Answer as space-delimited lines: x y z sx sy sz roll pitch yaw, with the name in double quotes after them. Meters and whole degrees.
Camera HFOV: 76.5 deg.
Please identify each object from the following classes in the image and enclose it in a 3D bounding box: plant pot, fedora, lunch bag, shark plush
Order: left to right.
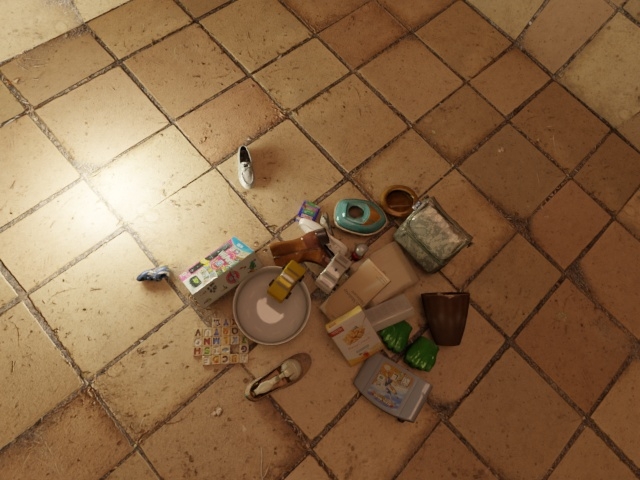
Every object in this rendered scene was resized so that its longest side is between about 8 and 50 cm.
0.047 -0.066 1.986 0.067 0.073 0.161 -22 68 -45 "shark plush"
0.396 -0.190 2.060 0.194 0.079 0.194 0 70 1 "fedora"
0.533 -0.035 1.907 0.305 0.256 0.212 48 48 11 "lunch bag"
0.573 0.356 1.846 0.215 0.215 0.230 -2 85 -8 "plant pot"

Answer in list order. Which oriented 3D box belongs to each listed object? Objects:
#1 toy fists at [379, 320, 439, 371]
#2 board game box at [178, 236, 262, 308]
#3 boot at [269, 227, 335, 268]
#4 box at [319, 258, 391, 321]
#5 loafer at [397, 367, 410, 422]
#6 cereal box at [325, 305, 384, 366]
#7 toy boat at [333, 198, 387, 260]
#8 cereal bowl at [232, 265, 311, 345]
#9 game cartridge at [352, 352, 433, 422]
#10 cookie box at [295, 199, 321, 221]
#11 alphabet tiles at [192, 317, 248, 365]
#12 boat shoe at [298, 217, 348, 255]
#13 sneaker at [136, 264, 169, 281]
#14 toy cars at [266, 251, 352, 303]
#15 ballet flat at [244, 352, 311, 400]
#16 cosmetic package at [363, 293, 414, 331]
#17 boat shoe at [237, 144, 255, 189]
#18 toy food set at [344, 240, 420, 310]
0.391 0.474 1.825 0.279 0.096 0.142 38 58 7 "toy fists"
-0.435 0.132 1.760 0.303 0.224 0.097 -37 124 -19 "board game box"
-0.072 0.101 1.864 0.280 0.096 0.264 -19 105 6 "boot"
0.153 0.237 1.809 0.148 0.121 0.311 45 91 8 "box"
0.345 0.668 1.764 0.078 0.076 0.223 9 65 1 "loafer"
0.150 0.414 1.746 0.173 0.047 0.240 -31 116 1 "cereal box"
0.194 -0.059 1.951 0.267 0.148 0.318 6 70 -6 "toy boat"
-0.211 0.291 1.779 0.339 0.141 0.339 2 71 -7 "cereal bowl"
0.297 0.623 1.724 0.297 0.062 0.198 26 64 26 "game cartridge"
-0.060 -0.132 1.998 0.092 0.040 0.107 24 70 0 "cookie box"
-0.432 0.437 1.768 0.237 0.009 0.198 -1 71 -9 "alphabet tiles"
0.000 0.000 1.931 0.277 0.098 0.096 35 70 3 "boat shoe"
-0.740 0.157 1.800 0.144 0.053 0.059 -21 77 -13 "sneaker"
-0.039 0.149 1.731 0.393 0.087 0.176 -10 74 -12 "toy cars"
-0.169 0.577 1.704 0.316 0.106 0.107 -31 78 -17 "ballet flat"
0.293 0.335 1.829 0.239 0.060 0.099 -23 37 -1 "cosmetic package"
-0.373 -0.367 2.014 0.079 0.081 0.227 -9 72 -11 "boat shoe"
0.292 0.164 1.930 0.306 0.092 0.220 -28 79 -8 "toy food set"
